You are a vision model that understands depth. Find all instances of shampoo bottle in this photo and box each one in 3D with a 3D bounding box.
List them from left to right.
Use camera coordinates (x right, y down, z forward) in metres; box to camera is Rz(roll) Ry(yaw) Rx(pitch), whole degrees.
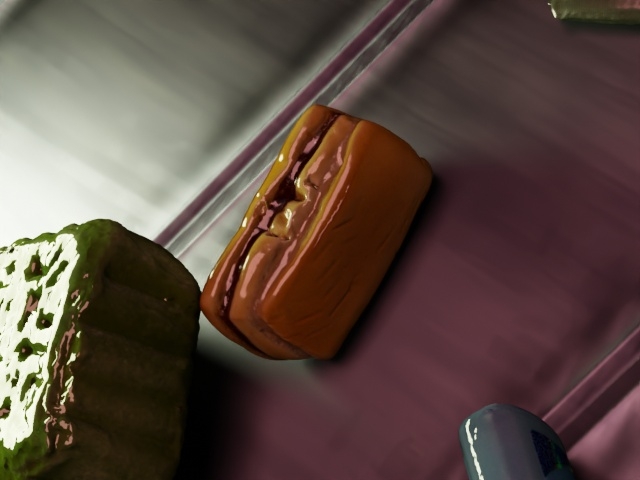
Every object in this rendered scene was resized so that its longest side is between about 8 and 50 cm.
[{"bbox_3d":[0.153,0.232,1.192,0.061,0.104,0.258,-29,48,19],"label":"shampoo bottle"}]

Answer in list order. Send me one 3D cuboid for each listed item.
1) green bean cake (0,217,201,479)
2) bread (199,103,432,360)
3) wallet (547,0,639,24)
[{"bbox_3d":[-0.200,0.105,1.448,0.248,0.125,0.222,-16,58,50],"label":"green bean cake"},{"bbox_3d":[0.000,0.000,1.409,0.077,0.116,0.200,25,82,42],"label":"bread"},{"bbox_3d":[0.270,-0.278,1.416,0.169,0.052,0.245,7,77,34],"label":"wallet"}]
